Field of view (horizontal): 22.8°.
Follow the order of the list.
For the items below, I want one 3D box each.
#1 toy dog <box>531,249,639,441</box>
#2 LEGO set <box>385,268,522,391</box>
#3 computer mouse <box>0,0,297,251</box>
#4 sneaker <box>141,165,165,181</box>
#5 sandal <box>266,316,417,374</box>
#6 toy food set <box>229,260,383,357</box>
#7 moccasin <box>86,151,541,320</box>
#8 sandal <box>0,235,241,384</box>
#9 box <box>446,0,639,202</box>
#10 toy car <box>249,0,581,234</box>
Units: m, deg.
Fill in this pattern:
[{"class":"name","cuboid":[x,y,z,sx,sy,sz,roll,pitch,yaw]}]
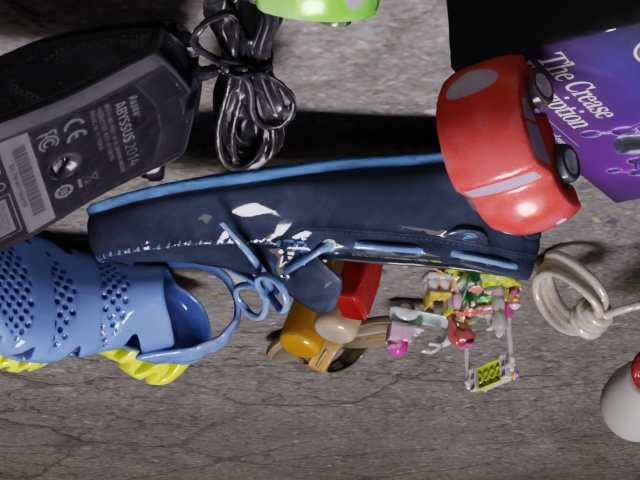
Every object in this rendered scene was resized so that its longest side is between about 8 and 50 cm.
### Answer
[{"class":"toy dog","cuboid":[0.353,0.059,1.393,0.161,0.220,0.333,-28,-179,-23]},{"class":"LEGO set","cuboid":[0.138,0.072,1.493,0.132,0.107,0.287,0,162,-3]},{"class":"computer mouse","cuboid":[-0.147,-0.076,0.967,0.272,0.072,0.188,-25,152,-18]},{"class":"sneaker","cuboid":[-0.144,-0.078,1.100,0.064,0.061,0.158,5,161,2]},{"class":"sandal","cuboid":[0.021,0.119,1.723,0.180,0.049,0.072,-9,160,22]},{"class":"toy food set","cuboid":[-0.004,0.003,1.346,0.111,0.104,0.232,6,148,25]},{"class":"moccasin","cuboid":[0.000,0.000,1.170,0.342,0.117,0.138,-6,-178,1]},{"class":"sandal","cuboid":[-0.188,0.053,1.418,0.138,0.126,0.317,-19,163,35]},{"class":"box","cuboid":[0.210,-0.118,0.933,0.184,0.103,0.261,-14,158,28]},{"class":"toy car","cuboid":[0.040,-0.127,0.821,0.225,0.239,0.053,17,-154,18]}]
